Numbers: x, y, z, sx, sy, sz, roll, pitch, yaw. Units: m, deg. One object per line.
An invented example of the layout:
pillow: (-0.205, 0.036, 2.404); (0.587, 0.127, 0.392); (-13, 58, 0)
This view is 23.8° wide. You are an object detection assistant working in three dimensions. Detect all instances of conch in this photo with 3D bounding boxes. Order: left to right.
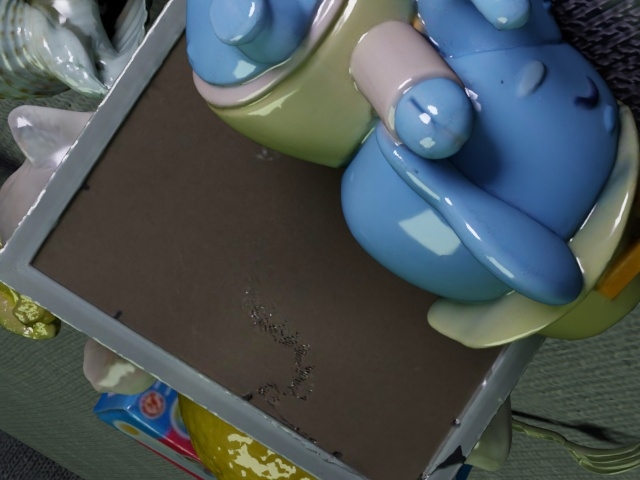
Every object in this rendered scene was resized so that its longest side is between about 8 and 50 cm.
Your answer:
conch: (-0.153, -0.140, 0.817); (0.153, 0.102, 0.135); (13, 128, 4)

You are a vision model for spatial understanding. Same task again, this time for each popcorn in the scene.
popcorn: (-0.238, 0.018, 1.327); (0.125, 0.126, 0.145); (53, 180, 7)

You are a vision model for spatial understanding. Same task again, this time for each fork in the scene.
fork: (0.165, 0.154, 1.227); (0.219, 0.028, 0.034); (10, 157, 44)

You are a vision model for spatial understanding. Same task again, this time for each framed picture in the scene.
framed picture: (0.000, 0.000, 0.795); (0.273, 0.216, 0.016); (35, 176, -15)

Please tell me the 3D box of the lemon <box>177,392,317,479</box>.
lemon: (-0.002, 0.092, 1.037); (0.192, 0.192, 0.231); (33, -166, -12)

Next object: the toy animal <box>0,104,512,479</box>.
toy animal: (-0.039, 0.032, 0.859); (0.188, 0.266, 0.307); (60, -170, -74)

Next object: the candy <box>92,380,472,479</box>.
candy: (-0.023, 0.159, 1.309); (0.306, 0.157, 0.100); (35, 160, -15)

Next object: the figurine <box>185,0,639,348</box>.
figurine: (0.048, -0.052, 0.681); (0.262, 0.154, 0.180); (34, 172, -25)
